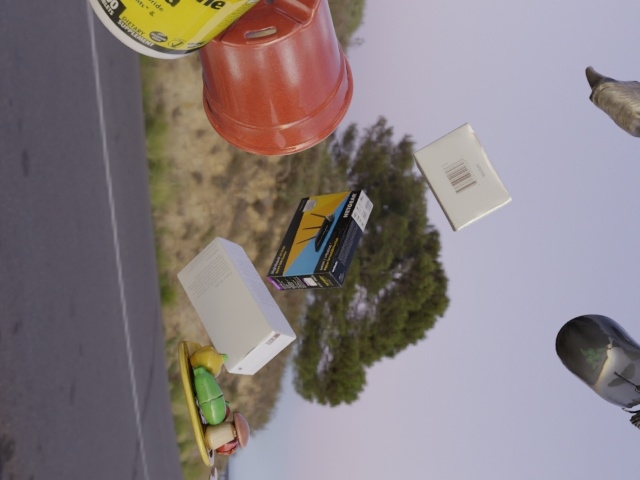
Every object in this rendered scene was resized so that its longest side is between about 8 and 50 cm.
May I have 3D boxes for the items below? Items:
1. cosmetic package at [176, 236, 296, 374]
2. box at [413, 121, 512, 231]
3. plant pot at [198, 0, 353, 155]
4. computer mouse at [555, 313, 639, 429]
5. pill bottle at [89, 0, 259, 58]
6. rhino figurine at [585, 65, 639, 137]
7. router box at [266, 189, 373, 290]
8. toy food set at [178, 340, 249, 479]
[{"bbox_3d":[-0.155,0.117,1.272,0.231,0.117,0.085,56,16,28],"label":"cosmetic package"},{"bbox_3d":[0.212,-0.090,1.063,0.130,0.091,0.170,61,9,4],"label":"box"},{"bbox_3d":[-0.087,-0.318,1.133,0.265,0.272,0.272,77,10,-69],"label":"plant pot"},{"bbox_3d":[0.536,0.226,1.224,0.188,0.272,0.072,-56,-169,21],"label":"computer mouse"},{"bbox_3d":[-0.121,-0.355,0.797,0.334,0.188,0.188,-19,-113,48],"label":"pill bottle"},{"bbox_3d":[0.296,-0.062,0.543,0.243,0.106,0.073,48,-48,27],"label":"rhino figurine"},{"bbox_3d":[0.000,0.000,1.184,0.046,0.133,0.179,52,47,-36],"label":"router box"},{"bbox_3d":[-0.142,0.241,0.992,0.128,0.071,0.218,123,-47,-82],"label":"toy food set"}]
